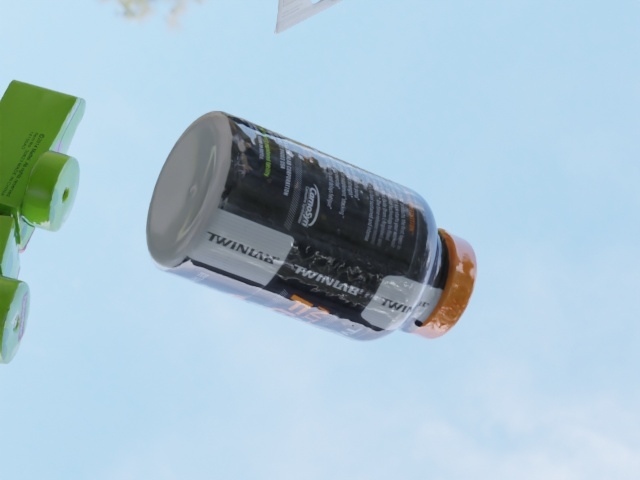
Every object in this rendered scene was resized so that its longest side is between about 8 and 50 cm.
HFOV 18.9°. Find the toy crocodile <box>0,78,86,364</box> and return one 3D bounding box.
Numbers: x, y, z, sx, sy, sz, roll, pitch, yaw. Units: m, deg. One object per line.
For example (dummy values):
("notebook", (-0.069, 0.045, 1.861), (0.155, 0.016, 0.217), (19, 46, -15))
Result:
("toy crocodile", (-0.270, 0.009, 1.524), (0.115, 0.105, 0.340), (12, -126, 6))

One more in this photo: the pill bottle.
("pill bottle", (0.000, 0.000, 1.485), (0.130, 0.245, 0.130), (-43, -144, 42))

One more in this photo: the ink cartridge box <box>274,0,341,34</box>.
("ink cartridge box", (0.003, -0.290, 1.720), (0.145, 0.179, 0.045), (-31, -124, -31))
